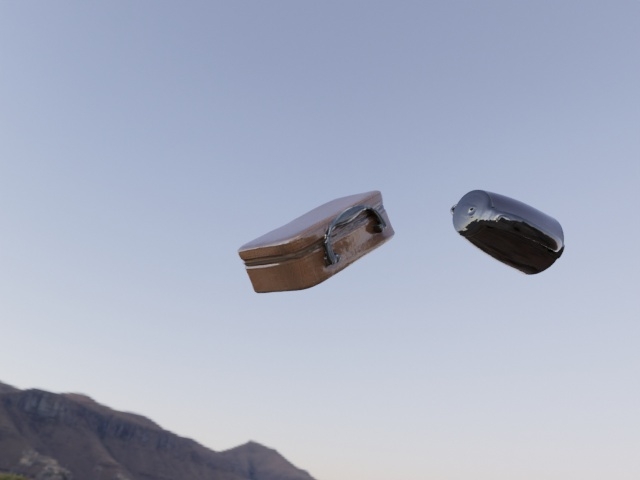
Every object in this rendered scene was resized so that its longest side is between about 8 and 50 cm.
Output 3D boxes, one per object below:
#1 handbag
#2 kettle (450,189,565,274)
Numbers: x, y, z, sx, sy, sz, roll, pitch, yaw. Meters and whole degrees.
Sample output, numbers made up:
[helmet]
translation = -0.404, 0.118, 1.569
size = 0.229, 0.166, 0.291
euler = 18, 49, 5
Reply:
[handbag]
translation = 0.000, 0.000, 0.688
size = 0.151, 0.193, 0.072
euler = -7, -74, 54
[kettle]
translation = 0.399, -0.016, 1.093
size = 0.232, 0.144, 0.202
euler = 19, 9, -31
